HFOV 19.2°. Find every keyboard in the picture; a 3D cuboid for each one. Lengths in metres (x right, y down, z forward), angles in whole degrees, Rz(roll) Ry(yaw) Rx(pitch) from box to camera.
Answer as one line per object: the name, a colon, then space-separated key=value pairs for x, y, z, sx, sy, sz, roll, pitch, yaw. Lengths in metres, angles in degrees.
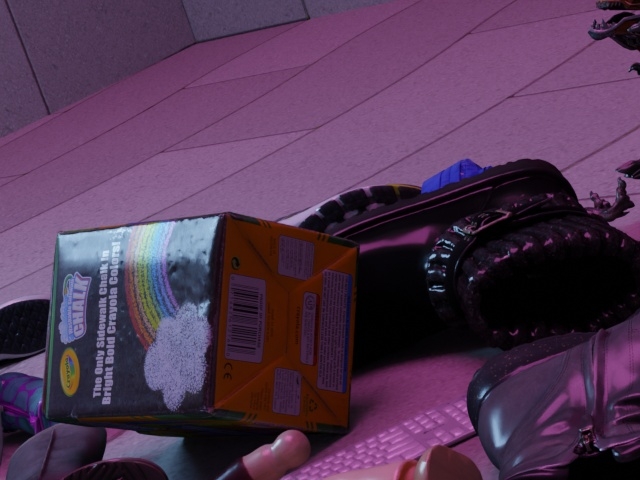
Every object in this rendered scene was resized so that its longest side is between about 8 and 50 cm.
keyboard: x=0.040 y=0.183 z=1.570 sx=0.256 sy=0.014 sz=0.072 roll=-23 pitch=14 yaw=-14

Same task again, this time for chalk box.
chalk box: x=-0.131 y=0.084 z=1.719 sx=0.289 sy=0.180 sz=0.179 roll=-5 pitch=-13 yaw=43

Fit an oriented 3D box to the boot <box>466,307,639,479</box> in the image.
boot: x=0.273 y=0.111 z=1.369 sx=0.338 sy=0.118 sz=0.223 roll=-30 pitch=16 yaw=4

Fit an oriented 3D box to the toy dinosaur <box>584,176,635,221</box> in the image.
toy dinosaur: x=0.258 y=-0.008 z=1.917 sx=0.118 sy=0.064 sz=0.268 roll=-38 pitch=19 yaw=-14

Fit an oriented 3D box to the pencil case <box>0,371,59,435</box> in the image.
pencil case: x=-0.292 y=0.174 z=1.952 sx=0.070 sy=0.065 sz=0.151 roll=-9 pitch=6 yaw=-31

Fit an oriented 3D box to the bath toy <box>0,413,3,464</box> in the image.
bath toy: x=-0.421 y=0.237 z=1.635 sx=0.348 sy=0.129 sz=0.151 roll=-31 pitch=1 yaw=-4

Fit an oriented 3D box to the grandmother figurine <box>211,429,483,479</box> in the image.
grandmother figurine: x=-0.057 y=0.231 z=1.346 sx=0.342 sy=0.104 sz=0.208 roll=-13 pitch=30 yaw=34

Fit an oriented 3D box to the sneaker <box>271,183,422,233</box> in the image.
sneaker: x=0.000 y=0.000 z=2.150 sx=0.300 sy=0.111 sz=0.121 roll=-15 pitch=10 yaw=11

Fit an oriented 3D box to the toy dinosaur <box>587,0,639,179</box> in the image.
toy dinosaur: x=0.401 y=-0.136 z=1.816 sx=0.322 sy=0.218 sz=0.164 roll=24 pitch=2 yaw=6

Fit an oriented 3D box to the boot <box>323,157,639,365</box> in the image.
boot: x=0.115 y=0.051 z=1.737 sx=0.348 sy=0.131 sz=0.260 roll=-29 pitch=23 yaw=3

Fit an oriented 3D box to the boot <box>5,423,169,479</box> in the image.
boot: x=-0.213 y=0.215 z=1.702 sx=0.189 sy=0.076 sz=0.208 roll=-16 pitch=7 yaw=7

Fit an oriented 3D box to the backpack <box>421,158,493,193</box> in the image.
backpack: x=0.157 y=-0.024 z=1.924 sx=0.101 sy=0.098 sz=0.120 roll=-29 pitch=25 yaw=17

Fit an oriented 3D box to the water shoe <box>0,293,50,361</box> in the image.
water shoe: x=-0.402 y=0.115 z=2.320 sx=0.203 sy=0.073 sz=0.080 roll=-21 pitch=11 yaw=-9
